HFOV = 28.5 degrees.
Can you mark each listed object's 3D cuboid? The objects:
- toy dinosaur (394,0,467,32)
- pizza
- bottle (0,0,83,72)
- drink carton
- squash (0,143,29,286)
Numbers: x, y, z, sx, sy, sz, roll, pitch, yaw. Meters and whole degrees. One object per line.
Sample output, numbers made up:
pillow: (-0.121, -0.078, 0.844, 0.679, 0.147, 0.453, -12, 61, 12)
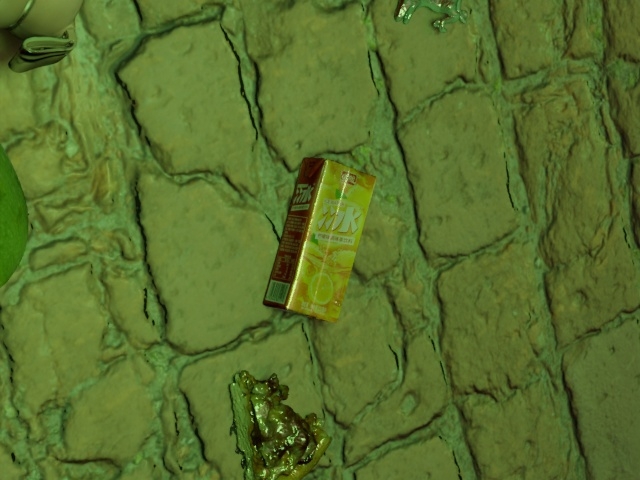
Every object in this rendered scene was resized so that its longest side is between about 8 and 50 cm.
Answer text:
toy dinosaur: (0.213, -0.428, 1.901, 0.167, 0.053, 0.242, 12, 97, -26)
pizza: (-0.064, 0.264, 1.797, 0.154, 0.069, 0.194, -38, 115, -22)
bottle: (-0.417, -0.316, 1.445, 0.297, 0.173, 0.206, 18, 58, -35)
drink carton: (0.000, 0.000, 1.808, 0.096, 0.071, 0.222, 17, 85, -32)
squash: (-0.482, -0.072, 1.504, 0.233, 0.210, 0.309, -51, 146, -19)
